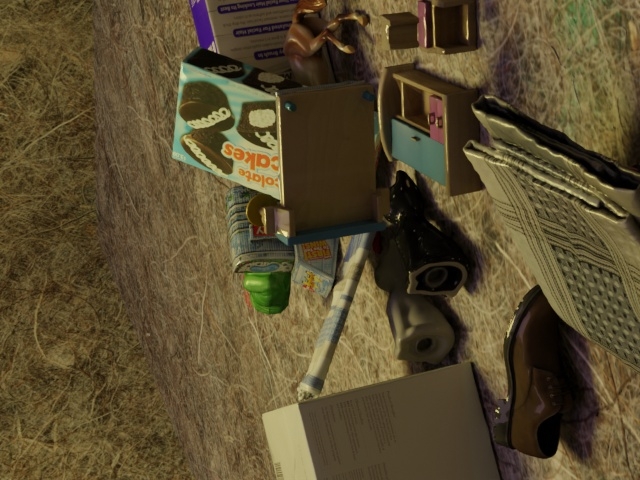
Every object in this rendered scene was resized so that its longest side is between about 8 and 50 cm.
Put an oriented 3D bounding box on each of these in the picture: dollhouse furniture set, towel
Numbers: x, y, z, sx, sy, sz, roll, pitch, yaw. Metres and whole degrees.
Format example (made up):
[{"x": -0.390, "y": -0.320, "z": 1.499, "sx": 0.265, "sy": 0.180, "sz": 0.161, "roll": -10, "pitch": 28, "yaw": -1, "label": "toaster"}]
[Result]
[{"x": 0.028, "y": -0.173, "z": 1.815, "sx": 0.198, "sy": 0.303, "sz": 0.286, "roll": -144, "pitch": 46, "yaw": -61, "label": "dollhouse furniture set"}, {"x": 0.276, "y": 0.019, "z": 1.428, "sx": 0.324, "sy": 0.056, "sz": 0.312, "roll": 61, "pitch": 170, "yaw": -30, "label": "towel"}, {"x": 0.025, "y": 0.103, "z": 2.077, "sx": 0.209, "sy": 0.034, "sz": 0.285, "roll": 109, "pitch": 180, "yaw": -81, "label": "towel"}]

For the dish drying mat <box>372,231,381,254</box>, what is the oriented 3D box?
[{"x": 0.085, "y": -0.022, "z": 2.176, "sx": 0.032, "sy": 0.008, "sz": 0.083, "roll": -145, "pitch": 46, "yaw": -67, "label": "dish drying mat"}]

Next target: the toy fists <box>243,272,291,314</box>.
[{"x": -0.096, "y": -0.014, "z": 2.435, "sx": 0.142, "sy": 0.096, "sz": 0.279, "roll": 93, "pitch": 179, "yaw": -56, "label": "toy fists"}]

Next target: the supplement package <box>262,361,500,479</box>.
[{"x": 0.084, "y": 0.305, "z": 1.974, "sx": 0.198, "sy": 0.262, "sz": 0.199, "roll": 147, "pitch": 111, "yaw": -69, "label": "supplement package"}]

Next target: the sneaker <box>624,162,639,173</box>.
[{"x": 0.307, "y": -0.043, "z": 1.450, "sx": 0.178, "sy": 0.077, "sz": 0.072, "roll": 123, "pitch": 134, "yaw": -64, "label": "sneaker"}]

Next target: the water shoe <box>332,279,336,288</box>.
[{"x": 0.000, "y": 0.000, "z": 2.363, "sx": 0.080, "sy": 0.073, "sz": 0.203, "roll": 33, "pitch": 140, "yaw": 36, "label": "water shoe"}]

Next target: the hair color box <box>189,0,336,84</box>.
[{"x": -0.110, "y": -0.382, "z": 2.259, "sx": 0.110, "sy": 0.185, "sz": 0.339, "roll": 142, "pitch": 115, "yaw": -69, "label": "hair color box"}]

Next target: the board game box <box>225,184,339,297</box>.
[{"x": -0.045, "y": -0.004, "z": 2.215, "sx": 0.060, "sy": 0.194, "sz": 0.194, "roll": 108, "pitch": 157, "yaw": -54, "label": "board game box"}]

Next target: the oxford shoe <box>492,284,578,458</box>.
[{"x": 0.273, "y": 0.160, "z": 1.681, "sx": 0.096, "sy": 0.082, "sz": 0.227, "roll": 22, "pitch": 122, "yaw": 41, "label": "oxford shoe"}]

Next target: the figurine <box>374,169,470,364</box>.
[{"x": 0.130, "y": 0.039, "z": 1.992, "sx": 0.209, "sy": 0.092, "sz": 0.215, "roll": -110, "pitch": 19, "yaw": -46, "label": "figurine"}]

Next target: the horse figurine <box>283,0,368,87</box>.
[{"x": -0.002, "y": -0.264, "z": 2.126, "sx": 0.174, "sy": 0.066, "sz": 0.263, "roll": 13, "pitch": 117, "yaw": 40, "label": "horse figurine"}]

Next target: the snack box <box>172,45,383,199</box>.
[{"x": -0.067, "y": -0.156, "z": 2.129, "sx": 0.060, "sy": 0.321, "sz": 0.187, "roll": -56, "pitch": -17, "yaw": -47, "label": "snack box"}]
